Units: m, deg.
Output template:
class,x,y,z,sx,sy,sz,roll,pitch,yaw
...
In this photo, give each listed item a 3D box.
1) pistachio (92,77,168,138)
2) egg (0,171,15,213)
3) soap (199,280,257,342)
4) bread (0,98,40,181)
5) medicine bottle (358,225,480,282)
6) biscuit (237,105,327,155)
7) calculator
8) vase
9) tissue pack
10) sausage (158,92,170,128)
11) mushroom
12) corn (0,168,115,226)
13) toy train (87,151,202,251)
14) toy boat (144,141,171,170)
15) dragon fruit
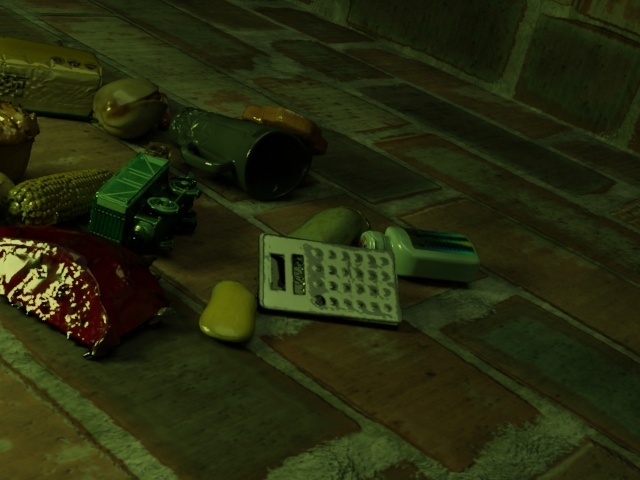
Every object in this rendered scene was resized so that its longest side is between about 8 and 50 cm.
class,x,y,z,sx,sy,sz,roll,pitch,yaw
pistachio,-0.422,-0.297,2.214,0.144,0.144,0.215,22,27,14
egg,-0.581,-0.085,1.731,0.096,0.080,0.080,15,22,25
soap,-0.143,0.117,1.609,0.089,0.033,0.168,18,24,0
bread,-0.643,-0.170,1.797,0.260,0.160,0.147,6,34,-28
medicine bottle,0.189,0.024,1.947,0.229,0.083,0.121,7,28,-21
biscuit,-0.086,-0.236,2.218,0.202,0.047,0.334,24,-8,-11
calculator,0.012,0.069,1.737,0.261,0.021,0.161,8,55,-16
vase,-0.202,-0.198,2.136,0.301,0.156,0.251,26,29,36
tissue pack,-0.641,-0.371,2.244,0.271,0.134,0.192,5,25,-23
sausage,-0.381,-0.316,2.406,0.029,0.029,0.223,9,25,-15
mushroom,0.000,0.000,1.893,0.100,0.081,0.312,17,25,22
corn,-0.457,-0.077,1.776,0.091,0.091,0.260,26,25,18
toy train,-0.311,-0.059,1.804,0.154,0.115,0.269,13,27,6
toy boat,-0.337,-0.158,2.033,0.057,0.077,0.200,12,24,-4
dragon fruit,-0.383,0.037,1.573,0.343,0.100,0.282,26,22,20
